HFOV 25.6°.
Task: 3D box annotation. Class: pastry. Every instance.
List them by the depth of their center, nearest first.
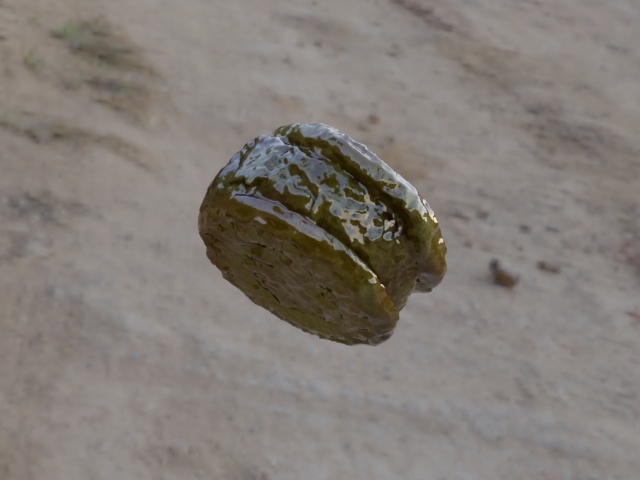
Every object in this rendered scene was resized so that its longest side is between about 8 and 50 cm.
[{"bbox_3d":[0.000,0.000,0.584,0.057,0.097,0.109,-50,24,-22],"label":"pastry"}]
